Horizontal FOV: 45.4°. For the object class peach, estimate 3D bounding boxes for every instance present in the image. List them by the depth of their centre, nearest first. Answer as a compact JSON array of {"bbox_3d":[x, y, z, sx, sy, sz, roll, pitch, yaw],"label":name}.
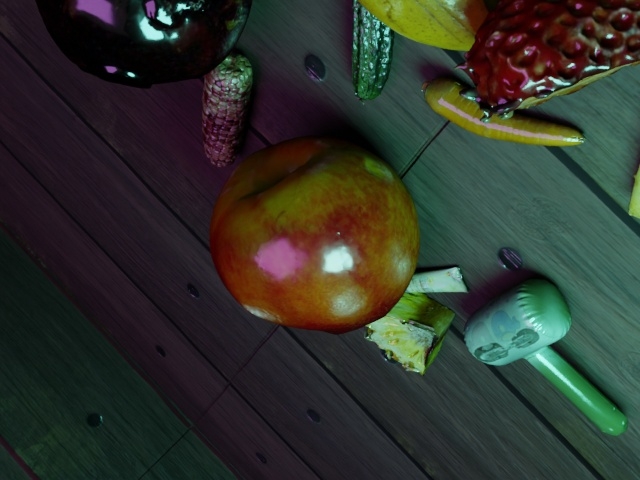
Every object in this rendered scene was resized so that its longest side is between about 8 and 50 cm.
[{"bbox_3d":[0.000,0.000,1.405,0.388,0.388,0.388,28,139,27],"label":"peach"}]

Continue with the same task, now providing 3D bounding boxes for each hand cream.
[{"bbox_3d":[0.224,0.084,1.512,0.143,0.039,0.061,-7,115,44],"label":"hand cream"}]

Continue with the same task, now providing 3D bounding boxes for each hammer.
[{"bbox_3d":[0.428,0.224,1.372,0.335,0.119,0.206,43,145,-3],"label":"hammer"}]

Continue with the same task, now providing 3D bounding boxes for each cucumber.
[{"bbox_3d":[0.087,-0.335,1.243,0.077,0.077,0.265,27,140,28],"label":"cucumber"}]

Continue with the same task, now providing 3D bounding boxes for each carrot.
[{"bbox_3d":[0.277,-0.188,1.195,0.271,0.066,0.062,30,-176,21],"label":"carrot"}]

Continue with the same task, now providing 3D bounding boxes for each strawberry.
[{"bbox_3d":[0.306,-0.256,0.951,0.280,0.253,0.150,-19,91,50],"label":"strawberry"}]

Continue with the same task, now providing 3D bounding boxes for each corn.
[{"bbox_3d":[-0.197,-0.266,1.590,0.098,0.098,0.290,38,147,16],"label":"corn"}]

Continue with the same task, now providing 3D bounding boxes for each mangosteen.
[{"bbox_3d":[-0.313,-0.439,1.333,0.381,0.381,0.421,56,154,-10],"label":"mangosteen"}]

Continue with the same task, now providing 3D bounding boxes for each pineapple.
[{"bbox_3d":[0.188,0.177,1.591,0.236,0.114,0.186,49,145,-17],"label":"pineapple"}]

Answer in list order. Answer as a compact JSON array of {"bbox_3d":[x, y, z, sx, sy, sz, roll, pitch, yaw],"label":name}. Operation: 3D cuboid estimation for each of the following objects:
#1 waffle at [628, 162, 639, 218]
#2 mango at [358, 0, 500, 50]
[{"bbox_3d":[0.545,-0.087,0.998,0.247,0.055,0.221,24,137,30],"label":"waffle"},{"bbox_3d":[0.132,-0.399,1.049,0.350,0.201,0.199,43,166,-21],"label":"mango"}]
